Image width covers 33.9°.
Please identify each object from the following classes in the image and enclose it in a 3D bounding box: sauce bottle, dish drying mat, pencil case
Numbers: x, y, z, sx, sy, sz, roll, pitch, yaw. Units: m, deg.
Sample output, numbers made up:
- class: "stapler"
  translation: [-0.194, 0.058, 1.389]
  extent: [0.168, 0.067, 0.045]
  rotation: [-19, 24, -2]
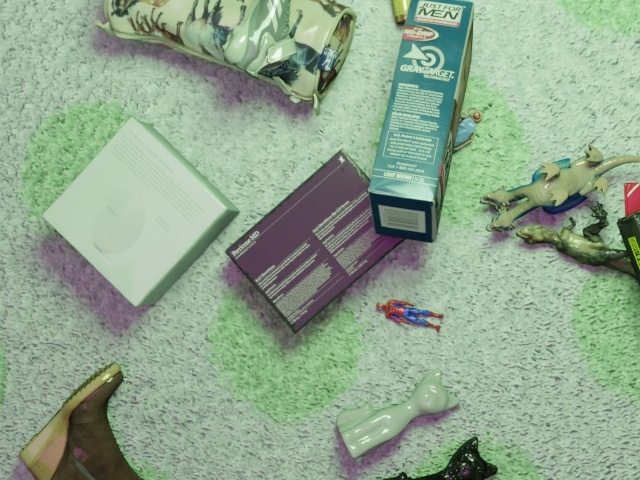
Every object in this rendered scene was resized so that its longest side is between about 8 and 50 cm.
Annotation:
- class: "sauce bottle"
  translation: [0.136, -0.431, 1.772]
  extent: [0.042, 0.042, 0.128]
  rotation: [-9, 91, 6]
- class: "dish drying mat"
  translation: [0.524, -0.055, 1.750]
  extent: [0.032, 0.008, 0.083]
  rotation: [-2, 90, 5]
- class: "pencil case"
  translation: [-0.155, -0.359, 1.743]
  extent: [0.410, 0.160, 0.184]
  rotation: [19, 72, 5]

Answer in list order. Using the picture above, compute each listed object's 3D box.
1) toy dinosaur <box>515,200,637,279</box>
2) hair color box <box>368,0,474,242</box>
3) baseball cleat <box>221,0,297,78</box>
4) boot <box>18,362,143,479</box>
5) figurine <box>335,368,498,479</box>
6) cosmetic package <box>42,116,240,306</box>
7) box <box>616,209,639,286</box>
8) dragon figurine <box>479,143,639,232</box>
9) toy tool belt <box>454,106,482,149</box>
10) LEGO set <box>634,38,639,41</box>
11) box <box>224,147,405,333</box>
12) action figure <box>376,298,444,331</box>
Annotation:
- class: "toy dinosaur"
  translation: [0.460, 0.011, 1.716]
  extent: [0.268, 0.118, 0.064]
  rotation: [27, 51, 3]
- class: "hair color box"
  translation: [0.163, -0.191, 1.647]
  extent: [0.105, 0.174, 0.347]
  rotation: [9, 70, 10]
- class: "baseball cleat"
  translation: [-0.067, -0.346, 1.633]
  extent: [0.109, 0.072, 0.206]
  rotation: [33, 85, -9]
- class: "boot"
  translation: [-0.374, 0.358, 1.821]
  extent: [0.207, 0.090, 0.248]
  rotation: [43, 93, -8]
- class: "figurine"
  translation: [0.161, 0.345, 1.757]
  extent: [0.209, 0.092, 0.215]
  rotation: [-27, 87, -3]
- class: "cosmetic package"
  translation: [-0.297, -0.047, 1.770]
  extent: [0.224, 0.138, 0.225]
  rotation: [44, 95, 4]
- class: "box"
  translation: [0.566, 0.028, 1.670]
  extent: [0.045, 0.190, 0.184]
  rotation: [-19, 91, 50]
- class: "dragon figurine"
  translation: [0.401, -0.093, 1.723]
  extent: [0.289, 0.144, 0.085]
  rotation: [-20, 86, -14]
- class: "toy tool belt"
  translation: [0.239, -0.190, 1.757]
  extent: [0.083, 0.051, 0.052]
  rotation: [-39, 87, 4]
- class: "LEGO set"
  translation: [0.562, -0.315, 1.737]
  extent: [0.083, 0.023, 0.054]
  rotation: [8, 91, 6]
- class: "box"
  translation: [0.000, 0.000, 1.757]
  extent: [0.261, 0.103, 0.184]
  rotation: [-40, 90, 5]
- class: "action figure"
  translation: [0.150, 0.124, 1.780]
  extent: [0.115, 0.030, 0.038]
  rotation: [15, 97, 8]
